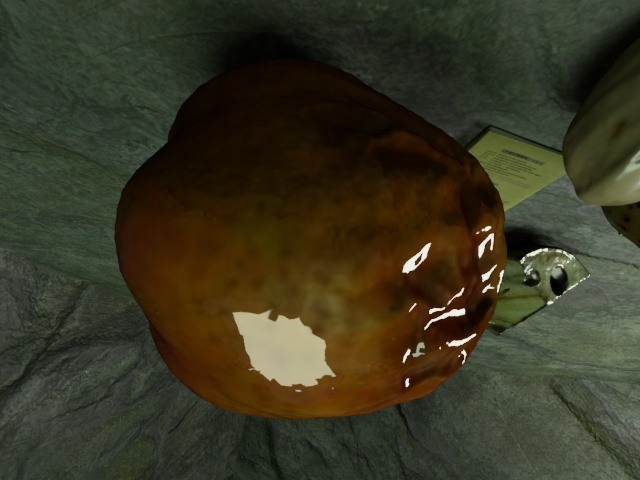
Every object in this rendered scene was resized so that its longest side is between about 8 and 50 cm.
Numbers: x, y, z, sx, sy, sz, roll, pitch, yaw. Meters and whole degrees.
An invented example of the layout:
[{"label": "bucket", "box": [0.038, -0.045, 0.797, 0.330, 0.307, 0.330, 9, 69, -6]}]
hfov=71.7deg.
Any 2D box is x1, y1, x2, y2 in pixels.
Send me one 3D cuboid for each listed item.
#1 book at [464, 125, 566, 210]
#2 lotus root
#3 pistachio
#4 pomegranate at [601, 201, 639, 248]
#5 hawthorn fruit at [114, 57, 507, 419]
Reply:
[{"label": "book", "box": [0.294, -0.107, 0.743, 0.168, 0.013, 0.192, 15, 156, -13]}, {"label": "lotus root", "box": [0.444, 0.094, 1.008, 0.210, 0.142, 0.314, 49, 159, 5]}, {"label": "pistachio", "box": [0.361, -0.135, 0.471, 0.138, 0.153, 0.237, 30, 127, 2]}, {"label": "pomegranate", "box": [0.490, -0.070, 0.587, 0.211, 0.179, 0.179, -29, 146, 9]}, {"label": "hawthorn fruit", "box": [0.000, 0.000, 0.571, 0.472, 0.471, 0.471, 8, 156, 4]}]
